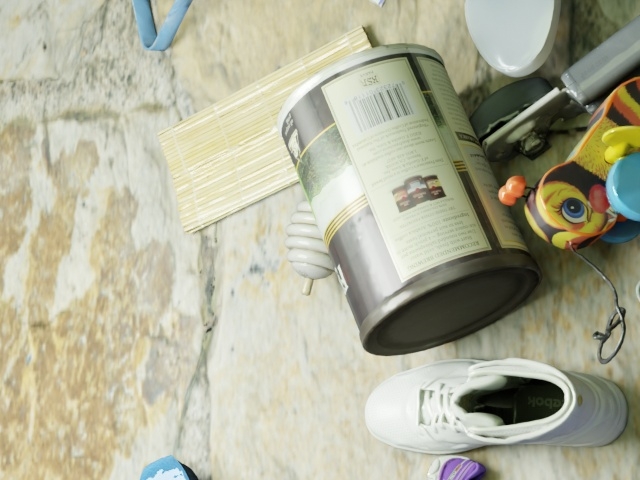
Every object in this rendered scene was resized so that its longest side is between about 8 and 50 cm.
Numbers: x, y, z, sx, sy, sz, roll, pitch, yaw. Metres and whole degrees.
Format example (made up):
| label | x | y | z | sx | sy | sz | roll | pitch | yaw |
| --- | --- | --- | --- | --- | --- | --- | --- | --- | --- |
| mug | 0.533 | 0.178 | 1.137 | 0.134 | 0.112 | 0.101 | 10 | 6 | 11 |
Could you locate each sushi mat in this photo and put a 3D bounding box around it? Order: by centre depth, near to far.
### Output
| label | x | y | z | sx | sy | sz | roll | pitch | yaw |
| --- | --- | --- | --- | --- | --- | --- | --- | --- | --- |
| sushi mat | -0.056 | -0.133 | 1.793 | 0.316 | 0.019 | 0.151 | -25 | 64 | 21 |

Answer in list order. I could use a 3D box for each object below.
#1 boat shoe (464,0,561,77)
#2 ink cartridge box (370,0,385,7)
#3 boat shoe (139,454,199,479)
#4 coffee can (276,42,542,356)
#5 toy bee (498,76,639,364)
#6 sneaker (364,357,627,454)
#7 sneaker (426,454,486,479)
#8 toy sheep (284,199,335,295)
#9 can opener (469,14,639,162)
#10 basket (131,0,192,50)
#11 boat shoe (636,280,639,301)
| label | x | y | z | sx | sy | sz | roll | pitch | yaw |
| --- | --- | --- | --- | --- | --- | --- | --- | --- | --- |
| boat shoe | 0.221 | -0.309 | 1.636 | 0.113 | 0.105 | 0.306 | -24 | 59 | 26 |
| ink cartridge box | 0.069 | -0.415 | 1.784 | 0.224 | 0.045 | 0.223 | 40 | 97 | 32 |
| boat shoe | -0.134 | 0.370 | 1.661 | 0.109 | 0.089 | 0.258 | -16 | 63 | 11 |
| coffee can | 0.092 | -0.042 | 1.567 | 0.201 | 0.201 | 0.275 | -30 | 67 | 20 |
| toy bee | 0.273 | -0.057 | 1.468 | 0.162 | 0.195 | 0.298 | 25 | 49 | -3 |
| sneaker | 0.149 | 0.163 | 1.506 | 0.292 | 0.169 | 0.108 | -6 | 75 | 29 |
| sneaker | 0.143 | 0.310 | 1.529 | 0.071 | 0.068 | 0.170 | -1 | 75 | 24 |
| toy sheep | 0.000 | 0.000 | 1.683 | 0.091 | 0.091 | 0.132 | 3 | 78 | 30 |
| can opener | 0.283 | -0.186 | 1.582 | 0.283 | 0.076 | 0.095 | -37 | 62 | 14 |
| basket | -0.193 | -0.419 | 1.857 | 0.289 | 0.201 | 0.255 | -53 | 50 | 52 |
| boat shoe | 0.372 | 0.050 | 1.462 | 0.095 | 0.079 | 0.255 | 12 | 82 | 31 |
